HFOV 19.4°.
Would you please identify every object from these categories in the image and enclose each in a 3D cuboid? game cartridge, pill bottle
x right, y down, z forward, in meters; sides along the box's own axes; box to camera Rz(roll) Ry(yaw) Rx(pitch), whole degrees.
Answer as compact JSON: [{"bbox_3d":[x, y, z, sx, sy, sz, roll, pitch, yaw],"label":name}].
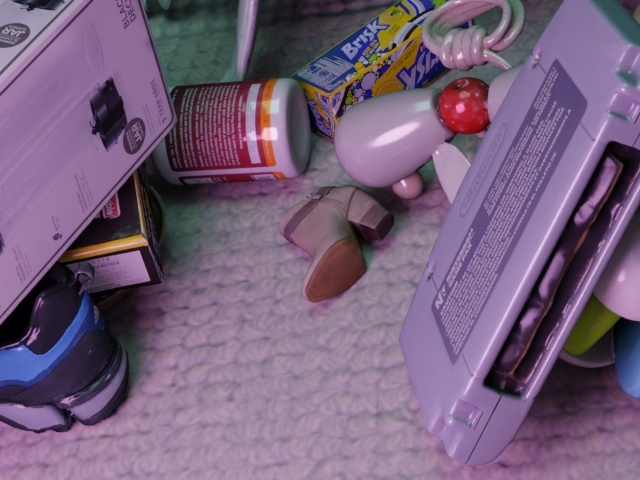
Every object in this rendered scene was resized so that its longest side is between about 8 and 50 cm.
[{"bbox_3d":[0.144,-0.017,1.265,0.062,0.297,0.198,22,20,-11],"label":"game cartridge"},{"bbox_3d":[-0.091,-0.091,1.579,0.152,0.086,0.086,-3,41,15],"label":"pill bottle"}]

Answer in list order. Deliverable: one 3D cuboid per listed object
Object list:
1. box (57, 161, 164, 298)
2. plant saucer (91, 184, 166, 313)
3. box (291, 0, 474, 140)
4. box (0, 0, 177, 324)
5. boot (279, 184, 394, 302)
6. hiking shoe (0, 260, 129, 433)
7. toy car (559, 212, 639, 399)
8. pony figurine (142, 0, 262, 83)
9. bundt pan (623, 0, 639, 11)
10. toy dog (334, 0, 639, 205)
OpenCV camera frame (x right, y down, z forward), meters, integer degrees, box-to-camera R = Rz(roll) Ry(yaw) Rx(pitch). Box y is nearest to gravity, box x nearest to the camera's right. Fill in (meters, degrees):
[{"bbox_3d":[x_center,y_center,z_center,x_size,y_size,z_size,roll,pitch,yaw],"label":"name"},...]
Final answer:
[{"bbox_3d":[-0.277,-0.087,1.510,0.257,0.079,0.322,-12,58,2],"label":"box"},{"bbox_3d":[-0.218,0.015,1.537,0.199,0.036,0.198,-9,39,7],"label":"plant saucer"},{"bbox_3d":[0.058,-0.156,1.627,0.169,0.059,0.054,-36,44,-23],"label":"box"},{"bbox_3d":[-0.230,-0.062,1.314,0.087,0.169,0.290,17,53,28],"label":"box"},{"bbox_3d":[0.000,0.000,1.483,0.087,0.042,0.118,17,48,42],"label":"boot"},{"bbox_3d":[-0.302,0.089,1.400,0.304,0.132,0.113,-15,38,0],"label":"hiking shoe"},{"bbox_3d":[0.248,0.038,1.289,0.182,0.159,0.136,-35,80,-24],"label":"toy car"},{"bbox_3d":[-0.048,-0.322,1.686,0.363,0.351,0.303,-13,39,-26],"label":"pony figurine"},{"bbox_3d":[0.369,-0.255,1.539,0.331,0.124,0.331,5,46,-6],"label":"bundt pan"},{"bbox_3d":[0.191,-0.075,1.452,0.334,0.161,0.220,6,45,46],"label":"toy dog"}]
